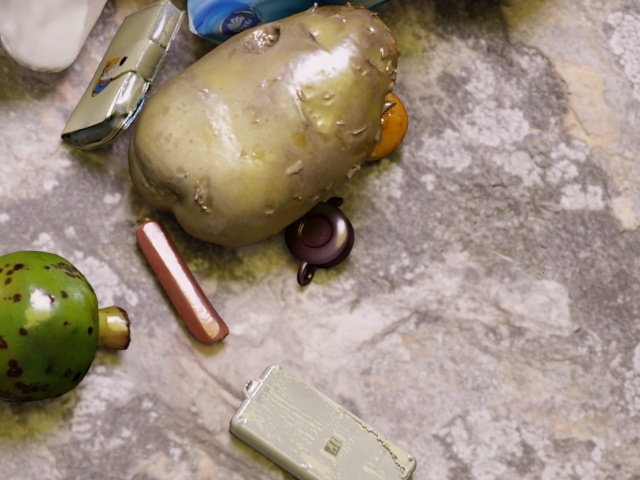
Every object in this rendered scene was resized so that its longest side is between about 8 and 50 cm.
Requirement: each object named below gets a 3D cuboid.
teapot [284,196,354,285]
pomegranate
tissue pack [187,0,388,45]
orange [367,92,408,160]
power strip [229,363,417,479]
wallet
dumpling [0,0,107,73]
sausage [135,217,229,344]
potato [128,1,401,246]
[{"bbox_3d":[0.000,0.000,1.785,0.067,0.045,0.100,20,83,22],"label":"teapot"},{"bbox_3d":[-0.260,0.079,1.656,0.169,0.122,0.143,-1,67,-11],"label":"pomegranate"},{"bbox_3d":[-0.007,-0.328,1.782,0.146,0.263,0.198,17,58,-51],"label":"tissue pack"},{"bbox_3d":[0.050,-0.124,1.829,0.083,0.070,0.083,6,67,-14],"label":"orange"},{"bbox_3d":[0.003,0.198,1.712,0.192,0.035,0.081,34,65,2],"label":"power strip"},{"bbox_3d":[-0.195,-0.167,1.780,0.039,0.110,0.155,36,64,-25],"label":"wallet"},{"bbox_3d":[-0.289,-0.359,1.751,0.181,0.260,0.341,21,77,27],"label":"dumpling"},{"bbox_3d":[-0.140,0.040,1.745,0.030,0.035,0.147,-16,67,-50],"label":"sausage"},{"bbox_3d":[-0.048,-0.117,1.745,0.296,0.141,0.192,-37,78,4],"label":"potato"}]
